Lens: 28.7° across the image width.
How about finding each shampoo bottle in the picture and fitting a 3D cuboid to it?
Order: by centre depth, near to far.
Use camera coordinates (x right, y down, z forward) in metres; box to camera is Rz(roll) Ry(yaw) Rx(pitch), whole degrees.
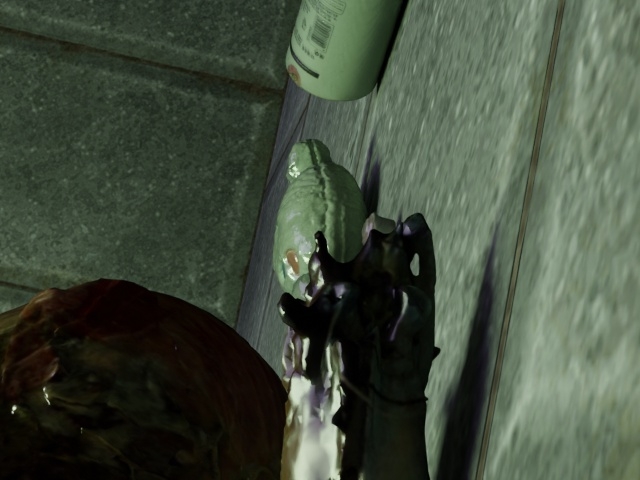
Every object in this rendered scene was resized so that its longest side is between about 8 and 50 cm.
[{"bbox_3d":[0.039,-0.237,1.027,0.085,0.085,0.262,-83,9,-45],"label":"shampoo bottle"}]

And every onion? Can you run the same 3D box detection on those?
[{"bbox_3d":[-0.135,0.199,0.770,0.353,0.353,0.354,-168,90,-84],"label":"onion"}]

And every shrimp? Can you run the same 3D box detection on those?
[{"bbox_3d":[0.016,0.138,0.588,0.178,0.075,0.289,121,148,-80],"label":"shrimp"}]

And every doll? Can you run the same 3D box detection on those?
[{"bbox_3d":[0.000,0.000,0.978,0.214,0.071,0.104,-96,10,-50],"label":"doll"}]

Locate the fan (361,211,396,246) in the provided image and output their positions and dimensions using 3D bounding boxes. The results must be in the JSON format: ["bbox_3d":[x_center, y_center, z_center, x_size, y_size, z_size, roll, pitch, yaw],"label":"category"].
[{"bbox_3d":[0.019,0.114,0.783,0.057,0.023,0.282,94,-175,-65],"label":"fan"}]
